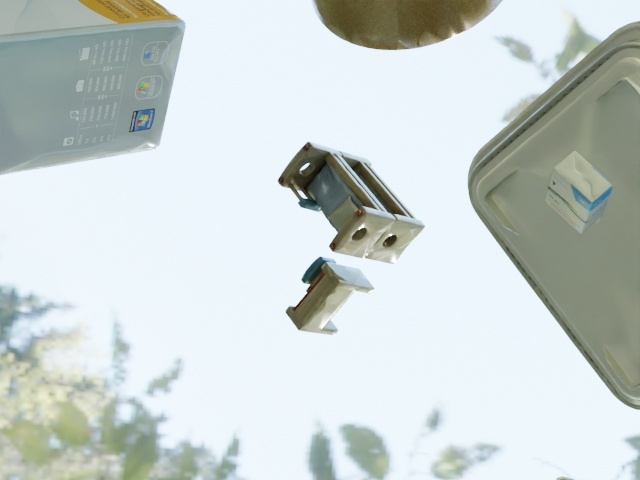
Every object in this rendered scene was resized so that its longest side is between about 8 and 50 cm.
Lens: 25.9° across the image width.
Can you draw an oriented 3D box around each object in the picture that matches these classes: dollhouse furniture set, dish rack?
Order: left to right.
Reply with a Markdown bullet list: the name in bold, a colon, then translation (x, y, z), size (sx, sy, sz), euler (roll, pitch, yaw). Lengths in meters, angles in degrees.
- **dollhouse furniture set**: translation (0.000, 0.000, 1.676), size (0.183, 0.129, 0.129), euler (-51, -124, 19)
- **dish rack**: translation (0.308, -0.011, 1.345), size (0.285, 0.072, 0.333), euler (-42, -100, 32)

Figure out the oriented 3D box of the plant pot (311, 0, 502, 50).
- **plant pot**: translation (0.075, -0.372, 1.456), size (0.237, 0.254, 0.237), euler (-8, -127, 11)

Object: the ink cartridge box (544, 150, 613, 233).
- **ink cartridge box**: translation (0.229, -0.039, 1.245), size (0.028, 0.083, 0.048), euler (-40, -109, -13)

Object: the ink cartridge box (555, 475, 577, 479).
- **ink cartridge box**: translation (0.137, 0.282, 0.755), size (0.273, 0.114, 0.197), euler (98, 10, -54)

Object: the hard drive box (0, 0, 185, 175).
- **hard drive box**: translation (-0.226, -0.114, 0.796), size (0.181, 0.232, 0.089), euler (37, -55, 32)
